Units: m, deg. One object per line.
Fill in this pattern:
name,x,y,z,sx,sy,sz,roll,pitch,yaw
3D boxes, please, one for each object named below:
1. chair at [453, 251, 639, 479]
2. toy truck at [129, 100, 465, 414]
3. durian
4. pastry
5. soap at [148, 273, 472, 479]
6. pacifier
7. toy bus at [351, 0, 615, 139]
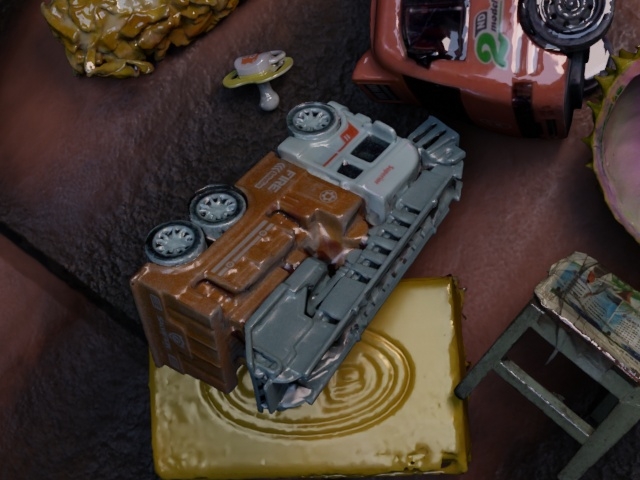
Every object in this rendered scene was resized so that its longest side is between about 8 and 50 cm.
chair,0.260,0.070,0.838,0.147,0.136,0.270,41,127,12
toy truck,0.000,0.000,0.886,0.184,0.133,0.338,25,53,27
durian,0.339,-0.072,0.870,0.187,0.154,0.260,-9,107,15
pastry,-0.184,-0.257,1.026,0.250,0.102,0.154,-37,81,5
soap,-0.009,0.143,0.966,0.325,0.096,0.204,-5,85,11
pacifier,-0.062,-0.172,1.028,0.083,0.068,0.064,-4,120,29
toy bus,0.169,-0.319,0.909,0.233,0.203,0.426,5,86,17
